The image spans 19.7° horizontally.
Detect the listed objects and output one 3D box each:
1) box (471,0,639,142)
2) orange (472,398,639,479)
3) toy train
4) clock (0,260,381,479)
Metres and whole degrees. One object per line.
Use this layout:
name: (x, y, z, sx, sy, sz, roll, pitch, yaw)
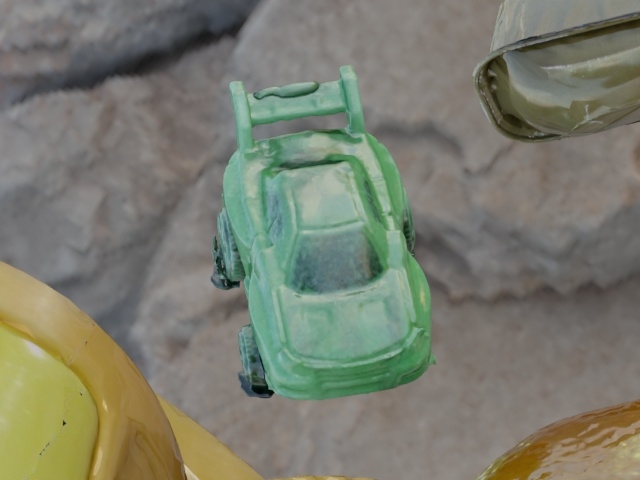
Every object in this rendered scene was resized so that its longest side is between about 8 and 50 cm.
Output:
box: (0.190, -0.121, 1.218, 0.177, 0.111, 0.111, -14, 46, 16)
orange: (0.129, 0.143, 0.709, 0.237, 0.179, 0.158, -14, 94, 38)
toy train: (0.000, 0.000, 0.833, 0.149, 0.099, 0.081, -104, 9, -45)
clock: (-0.018, 0.148, 0.347, 0.200, 0.317, 0.244, -60, 9, 28)
